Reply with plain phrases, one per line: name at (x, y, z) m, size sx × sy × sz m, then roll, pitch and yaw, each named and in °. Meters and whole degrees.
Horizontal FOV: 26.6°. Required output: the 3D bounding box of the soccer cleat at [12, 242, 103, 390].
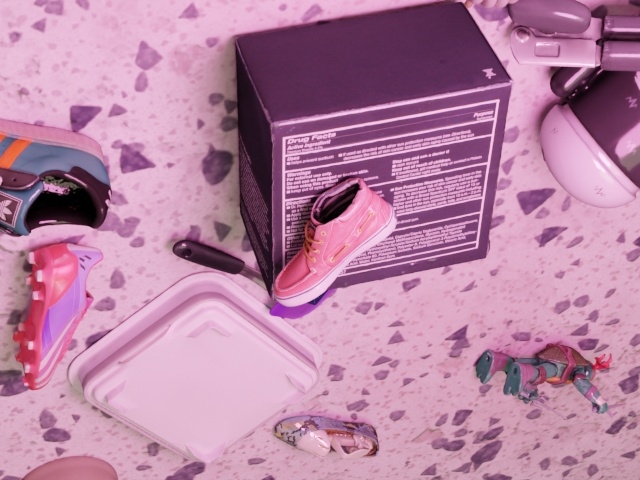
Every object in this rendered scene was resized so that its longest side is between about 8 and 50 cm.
soccer cleat at (-0.346, 0.105, 1.786) m, size 0.095 × 0.083 × 0.248 m, roll -6°, pitch 132°, yaw -26°

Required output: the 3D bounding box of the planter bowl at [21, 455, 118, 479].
planter bowl at (-0.378, 0.422, 2.068) m, size 0.162 × 0.109 × 0.162 m, roll -13°, pitch 137°, yaw -13°

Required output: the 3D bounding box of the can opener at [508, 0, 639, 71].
can opener at (0.371, -0.251, 1.676) m, size 0.280 × 0.074 × 0.093 m, roll 5°, pitch 159°, yaw 5°

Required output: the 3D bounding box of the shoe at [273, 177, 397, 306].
shoe at (0.000, 0.000, 1.585) m, size 0.178 × 0.063 × 0.081 m, roll -38°, pitch 134°, yaw 10°

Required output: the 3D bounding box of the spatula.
spatula at (-0.094, 0.052, 1.880) m, size 0.296 × 0.030 × 0.084 m, roll 26°, pitch 119°, yaw -41°

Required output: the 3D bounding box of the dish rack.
dish rack at (-0.169, 0.205, 1.975) m, size 0.285 × 0.072 × 0.333 m, roll -35°, pitch 136°, yaw 13°

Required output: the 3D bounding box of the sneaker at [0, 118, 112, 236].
sneaker at (-0.383, -0.072, 1.554) m, size 0.302 × 0.121 × 0.108 m, roll 2°, pitch 131°, yaw -26°

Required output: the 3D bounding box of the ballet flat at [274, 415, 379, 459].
ballet flat at (0.017, 0.321, 2.180) m, size 0.188 × 0.070 × 0.070 m, roll 6°, pitch 130°, yaw -29°

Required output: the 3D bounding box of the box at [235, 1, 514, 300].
box at (0.058, -0.111, 1.670) m, size 0.296 × 0.183 × 0.294 m, roll -11°, pitch 137°, yaw -13°

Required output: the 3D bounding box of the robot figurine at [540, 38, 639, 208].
robot figurine at (0.423, -0.167, 1.795) m, size 0.278 × 0.209 × 0.173 m, roll -41°, pitch 163°, yaw 16°

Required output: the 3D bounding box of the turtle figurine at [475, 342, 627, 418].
turtle figurine at (0.381, 0.226, 2.218) m, size 0.234 × 0.118 × 0.175 m, roll 11°, pitch 168°, yaw -31°

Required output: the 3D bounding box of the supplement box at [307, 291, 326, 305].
supplement box at (-0.017, 0.027, 1.850) m, size 0.056 × 0.083 × 0.083 m, roll 18°, pitch 123°, yaw -37°

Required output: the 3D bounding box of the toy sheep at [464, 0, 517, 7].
toy sheep at (0.202, -0.315, 1.605) m, size 0.132 × 0.091 × 0.091 m, roll -17°, pitch 138°, yaw -9°
